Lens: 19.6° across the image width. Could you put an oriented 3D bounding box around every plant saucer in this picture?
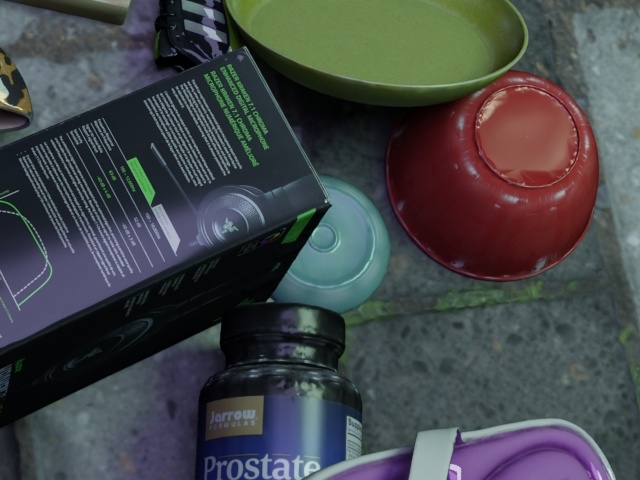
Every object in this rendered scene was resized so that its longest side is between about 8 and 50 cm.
[{"bbox_3d":[0.000,0.000,1.467,0.119,0.021,0.119,4,72,-12],"label":"plant saucer"},{"bbox_3d":[0.042,-0.166,1.466,0.241,0.037,0.241,7,33,-5],"label":"plant saucer"}]

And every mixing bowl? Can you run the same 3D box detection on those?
[{"bbox_3d":[0.150,-0.068,1.484,0.181,0.098,0.181,4,71,-11],"label":"mixing bowl"}]

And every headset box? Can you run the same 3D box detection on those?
[{"bbox_3d":[-0.148,0.006,1.313,0.283,0.246,0.131,-25,79,-20],"label":"headset box"}]

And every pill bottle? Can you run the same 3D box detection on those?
[{"bbox_3d":[-0.031,0.162,1.354,0.123,0.123,0.219,5,71,-11],"label":"pill bottle"}]

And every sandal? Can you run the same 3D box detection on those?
[{"bbox_3d":[0.095,0.201,1.288,0.416,0.102,0.169,-23,80,-50],"label":"sandal"}]

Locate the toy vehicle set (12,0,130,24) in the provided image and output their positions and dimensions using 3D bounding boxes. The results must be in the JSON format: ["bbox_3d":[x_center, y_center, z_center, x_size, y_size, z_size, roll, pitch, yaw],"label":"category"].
[{"bbox_3d":[-0.270,-0.280,1.489,0.267,0.035,0.166,11,71,-9],"label":"toy vehicle set"}]

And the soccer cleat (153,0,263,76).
[{"bbox_3d":[-0.106,-0.180,1.483,0.072,0.060,0.178,-19,80,-16],"label":"soccer cleat"}]

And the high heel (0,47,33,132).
[{"bbox_3d":[-0.346,-0.080,1.373,0.186,0.093,0.261,34,59,6],"label":"high heel"}]
